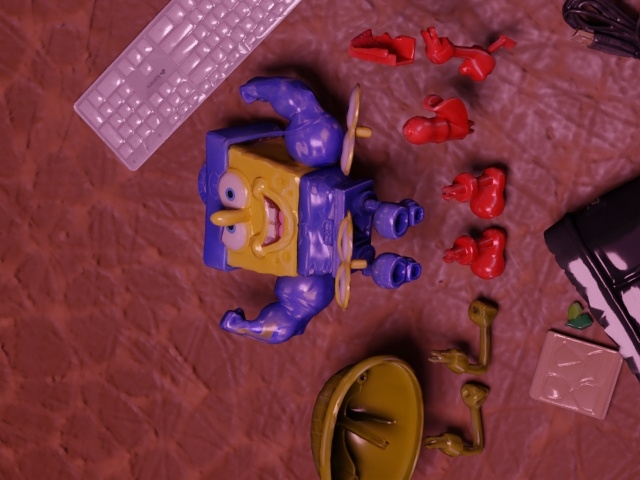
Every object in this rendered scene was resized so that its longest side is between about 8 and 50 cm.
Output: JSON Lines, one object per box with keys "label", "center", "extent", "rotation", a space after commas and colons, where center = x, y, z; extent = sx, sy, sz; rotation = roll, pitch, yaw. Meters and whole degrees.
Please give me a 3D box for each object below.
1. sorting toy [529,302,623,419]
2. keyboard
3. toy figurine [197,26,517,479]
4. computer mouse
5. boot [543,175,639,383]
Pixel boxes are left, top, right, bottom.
{"label": "sorting toy", "center": [0.199, 0.090, 1.462], "extent": [0.062, 0.012, 0.083], "rotation": [18, 109, 11]}
{"label": "keyboard", "center": [-0.082, -0.164, 1.458], "extent": [0.072, 0.014, 0.256], "rotation": [45, 106, -2]}
{"label": "toy figurine", "center": [0.000, 0.000, 1.444], "extent": [0.217, 0.191, 0.362], "rotation": [18, 116, 37]}
{"label": "computer mouse", "center": [0.243, -0.210, 1.340], "extent": [0.106, 0.042, 0.193], "rotation": [16, 128, -3]}
{"label": "boot", "center": [0.310, 0.030, 1.385], "extent": [0.207, 0.094, 0.246], "rotation": [-35, 92, 17]}
